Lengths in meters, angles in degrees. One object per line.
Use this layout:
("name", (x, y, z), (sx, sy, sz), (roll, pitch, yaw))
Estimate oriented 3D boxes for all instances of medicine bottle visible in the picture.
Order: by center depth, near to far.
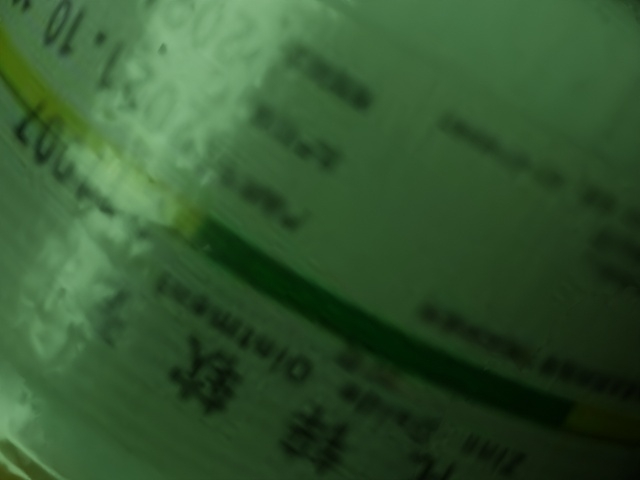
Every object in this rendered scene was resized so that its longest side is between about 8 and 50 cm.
("medicine bottle", (0.000, 0.000, 0.496), (0.232, 0.238, 0.238), (-59, 40, 17))
